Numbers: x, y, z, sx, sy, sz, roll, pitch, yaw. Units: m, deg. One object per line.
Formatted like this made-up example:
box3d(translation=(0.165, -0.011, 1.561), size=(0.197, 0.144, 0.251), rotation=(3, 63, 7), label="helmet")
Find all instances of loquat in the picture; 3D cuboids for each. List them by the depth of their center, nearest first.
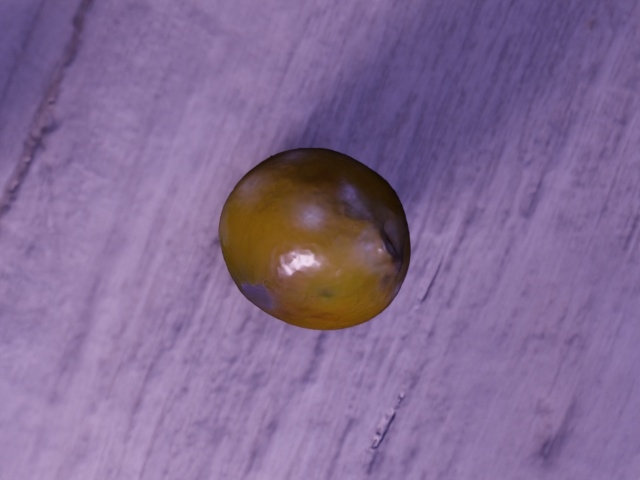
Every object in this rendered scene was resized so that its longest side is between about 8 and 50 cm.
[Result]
box3d(translation=(0.000, 0.000, 1.309), size=(0.152, 0.195, 0.152), rotation=(3, 85, -37), label="loquat")
